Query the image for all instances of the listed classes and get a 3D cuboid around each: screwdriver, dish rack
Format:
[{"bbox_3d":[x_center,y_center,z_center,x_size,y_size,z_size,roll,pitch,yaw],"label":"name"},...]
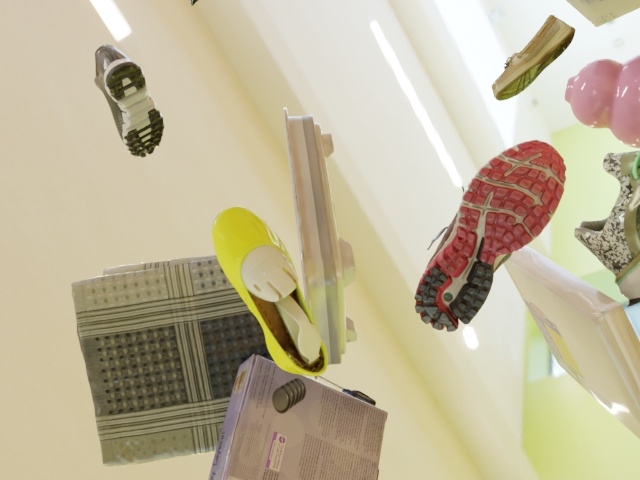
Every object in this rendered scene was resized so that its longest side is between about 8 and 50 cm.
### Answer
[{"bbox_3d":[0.029,0.273,1.633,0.170,0.024,0.025,25,-111,-15],"label":"screwdriver"},{"bbox_3d":[0.000,0.000,1.268,0.285,0.072,0.333,84,177,-54],"label":"dish rack"}]

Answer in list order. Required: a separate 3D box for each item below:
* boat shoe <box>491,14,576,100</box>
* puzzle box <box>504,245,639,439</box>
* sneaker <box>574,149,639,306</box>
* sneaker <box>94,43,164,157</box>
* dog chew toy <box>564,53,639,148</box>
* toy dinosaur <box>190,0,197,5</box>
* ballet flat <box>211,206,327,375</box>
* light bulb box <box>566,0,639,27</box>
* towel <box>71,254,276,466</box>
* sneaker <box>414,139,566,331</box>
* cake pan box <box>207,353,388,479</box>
[{"bbox_3d":[0.285,-0.252,1.212,0.048,0.153,0.056,44,171,19],"label":"boat shoe"},{"bbox_3d":[0.444,0.165,1.479,0.272,0.052,0.409,58,180,-16],"label":"puzzle box"},{"bbox_3d":[0.498,-0.091,1.265,0.182,0.410,0.158,37,-142,16],"label":"sneaker"},{"bbox_3d":[-0.326,-0.240,1.483,0.106,0.078,0.234,52,163,29],"label":"sneaker"},{"bbox_3d":[0.617,-0.251,1.606,0.206,0.332,0.206,12,-90,-73],"label":"dog chew toy"},{"bbox_3d":[-0.132,-0.411,1.033,0.218,0.164,0.322,67,-154,-12],"label":"toy dinosaur"},{"bbox_3d":[-0.046,0.064,0.991,0.077,0.077,0.231,-34,-60,-20],"label":"ballet flat"},{"bbox_3d":[0.571,-0.634,1.539,0.225,0.361,0.358,16,-118,-47],"label":"light bulb box"},{"bbox_3d":[-0.216,0.183,1.391,0.056,0.324,0.312,-95,-4,-86],"label":"towel"},{"bbox_3d":[0.227,-0.017,1.237,0.121,0.299,0.112,34,-160,-2],"label":"sneaker"},{"bbox_3d":[-0.033,0.333,1.285,0.246,0.070,0.267,24,-123,-19],"label":"cake pan box"}]
